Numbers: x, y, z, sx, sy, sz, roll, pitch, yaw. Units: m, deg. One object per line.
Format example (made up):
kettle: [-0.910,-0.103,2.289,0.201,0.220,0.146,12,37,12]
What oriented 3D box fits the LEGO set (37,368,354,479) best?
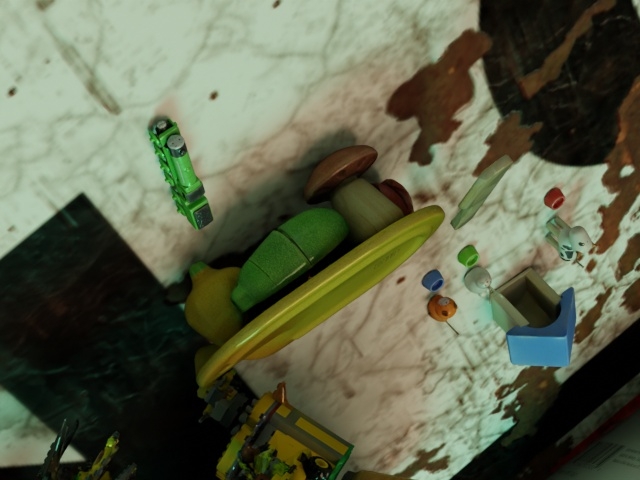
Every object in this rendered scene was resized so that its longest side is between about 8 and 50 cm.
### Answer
LEGO set: [-0.145,0.208,1.118,0.331,0.192,0.255,-61,173,32]

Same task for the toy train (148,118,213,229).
toy train: [-0.075,-0.035,0.995,0.017,0.023,0.083,-34,147,-13]

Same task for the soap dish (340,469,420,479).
soap dish: [0.013,0.269,1.221,0.229,0.118,0.291,-60,179,-14]

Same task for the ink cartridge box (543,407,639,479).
ink cartridge box: [0.328,0.200,1.506,0.307,0.129,0.223,-36,-174,-11]

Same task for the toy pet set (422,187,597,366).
toy pet set: [0.144,0.044,1.283,0.122,0.065,0.114,-34,147,-13]

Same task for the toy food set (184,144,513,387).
toy food set: [0.000,0.000,1.088,0.218,0.071,0.128,-34,171,-9]
